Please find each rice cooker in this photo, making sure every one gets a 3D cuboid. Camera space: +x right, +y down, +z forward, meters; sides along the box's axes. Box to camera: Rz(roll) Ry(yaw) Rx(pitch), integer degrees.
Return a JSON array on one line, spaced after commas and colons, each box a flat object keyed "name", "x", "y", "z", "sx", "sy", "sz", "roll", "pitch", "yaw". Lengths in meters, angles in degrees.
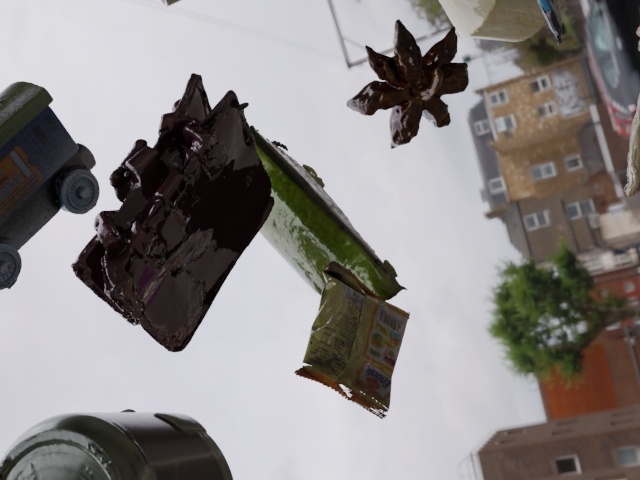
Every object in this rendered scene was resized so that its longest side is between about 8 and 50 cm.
[{"name": "rice cooker", "x": -0.312, "y": 0.432, "z": 1.297, "sx": 0.325, "sy": 0.335, "sz": 0.335, "roll": 28, "pitch": -130, "yaw": -64}]

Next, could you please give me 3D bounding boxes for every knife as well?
[{"name": "knife", "x": 0.276, "y": -0.410, "z": 1.133, "sx": 0.044, "sy": 0.026, "sz": 0.296, "roll": -41, "pitch": -71, "yaw": -44}]

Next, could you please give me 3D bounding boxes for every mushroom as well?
[{"name": "mushroom", "x": 0.287, "y": -0.110, "z": 0.741, "sx": 0.026, "sy": 0.028, "sz": 0.286, "roll": 53, "pitch": 180, "yaw": 27}]

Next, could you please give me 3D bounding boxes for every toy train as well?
[{"name": "toy train", "x": -0.460, "y": -0.070, "z": 1.186, "sx": 0.299, "sy": 0.131, "sz": 0.202, "roll": -52, "pitch": -45, "yaw": -29}]

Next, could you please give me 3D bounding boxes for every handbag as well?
[{"name": "handbag", "x": -0.128, "y": -0.017, "z": 0.754, "sx": 0.203, "sy": 0.074, "sz": 0.216, "roll": -62, "pitch": -16, "yaw": -17}]

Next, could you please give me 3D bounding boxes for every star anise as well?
[{"name": "star anise", "x": 0.142, "y": -0.229, "z": 1.256, "sx": 0.212, "sy": 0.196, "sz": 0.111, "roll": 17, "pitch": -136, "yaw": -49}]

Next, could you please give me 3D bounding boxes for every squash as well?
[{"name": "squash", "x": 0.000, "y": 0.000, "z": 0.945, "sx": 0.252, "sy": 0.093, "sz": 0.169, "roll": 47, "pitch": -172, "yaw": 18}]

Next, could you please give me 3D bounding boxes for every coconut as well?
[{"name": "coconut", "x": 0.280, "y": -0.425, "z": 1.344, "sx": 0.222, "sy": 0.202, "sz": 0.202, "roll": 4, "pitch": -116, "yaw": -20}]

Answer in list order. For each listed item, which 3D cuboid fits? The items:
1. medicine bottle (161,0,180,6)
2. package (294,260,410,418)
[{"name": "medicine bottle", "x": -0.133, "y": -0.413, "z": 1.202, "sx": 0.059, "sy": 0.231, "sz": 0.059, "roll": 57, "pitch": 169, "yaw": 18}, {"name": "package", "x": 0.034, "y": 0.095, "z": 0.792, "sx": 0.108, "sy": 0.031, "sz": 0.120, "roll": 32, "pitch": -124, "yaw": -23}]
